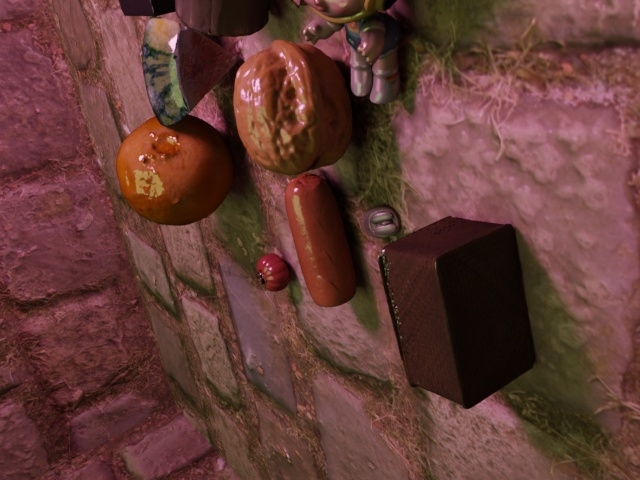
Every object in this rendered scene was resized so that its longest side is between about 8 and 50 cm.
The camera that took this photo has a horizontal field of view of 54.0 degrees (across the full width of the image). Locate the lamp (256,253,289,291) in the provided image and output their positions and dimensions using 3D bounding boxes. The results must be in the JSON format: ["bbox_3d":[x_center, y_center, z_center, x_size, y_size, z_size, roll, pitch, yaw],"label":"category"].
[{"bbox_3d":[-0.130,0.088,1.726,0.107,0.092,0.107,39,143,38],"label":"lamp"}]

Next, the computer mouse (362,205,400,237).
[{"bbox_3d":[0.118,-0.035,1.275,0.096,0.039,0.066,-2,109,59],"label":"computer mouse"}]

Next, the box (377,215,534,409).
[{"bbox_3d":[0.229,0.116,1.051,0.143,0.184,0.273,13,121,57],"label":"box"}]

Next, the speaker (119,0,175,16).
[{"bbox_3d":[-0.402,-0.686,1.517,0.232,0.184,0.254,27,134,50],"label":"speaker"}]

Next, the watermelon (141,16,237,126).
[{"bbox_3d":[-0.330,-0.416,1.561,0.213,0.201,0.262,21,113,58],"label":"watermelon"}]

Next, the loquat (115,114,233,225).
[{"bbox_3d":[-0.397,-0.193,1.735,0.328,0.328,0.328,39,141,40],"label":"loquat"}]

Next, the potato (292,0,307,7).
[{"bbox_3d":[-0.018,-0.541,1.068,0.138,0.098,0.243,54,152,24],"label":"potato"}]

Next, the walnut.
[{"bbox_3d":[-0.055,-0.256,1.211,0.257,0.224,0.257,45,144,47],"label":"walnut"}]

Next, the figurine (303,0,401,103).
[{"bbox_3d":[0.056,-0.401,0.988,0.224,0.205,0.382,41,161,21],"label":"figurine"}]

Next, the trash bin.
[{"bbox_3d":[-0.184,-0.568,1.213,0.301,0.203,0.252,106,172,-51],"label":"trash bin"}]

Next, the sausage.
[{"bbox_3d":[0.000,-0.001,1.414,0.121,0.121,0.304,11,121,56],"label":"sausage"}]
